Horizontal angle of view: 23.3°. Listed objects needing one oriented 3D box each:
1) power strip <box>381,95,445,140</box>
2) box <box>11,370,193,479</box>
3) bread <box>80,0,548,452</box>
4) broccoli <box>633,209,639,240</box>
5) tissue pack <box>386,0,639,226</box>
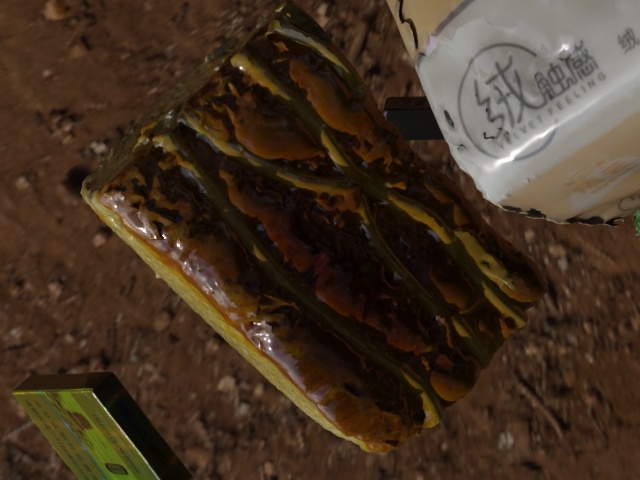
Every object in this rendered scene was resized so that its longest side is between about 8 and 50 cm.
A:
[{"bbox_3d":[0.103,-0.095,1.194,0.111,0.038,0.029,-1,112,7],"label":"power strip"},{"bbox_3d":[-0.200,0.174,1.397,0.030,0.193,0.121,-43,107,-28],"label":"box"},{"bbox_3d":[0.000,0.000,1.029,0.185,0.114,0.275,-47,110,-7],"label":"bread"},{"bbox_3d":[0.289,-0.026,0.866,0.241,0.269,0.261,0,67,26],"label":"broccoli"},{"bbox_3d":[0.141,-0.167,0.594,0.305,0.238,0.238,-34,100,37],"label":"tissue pack"}]
